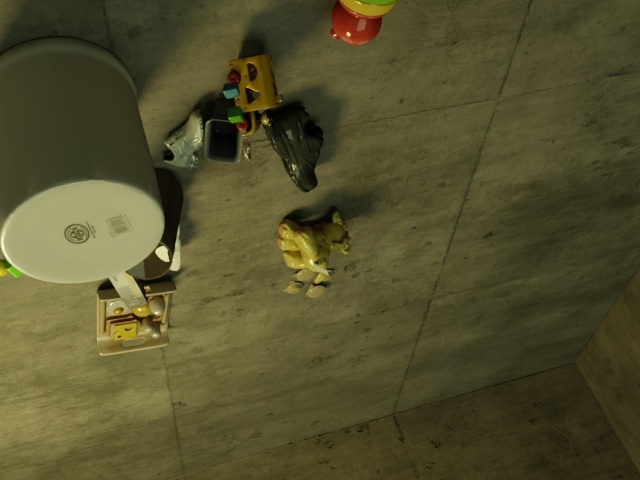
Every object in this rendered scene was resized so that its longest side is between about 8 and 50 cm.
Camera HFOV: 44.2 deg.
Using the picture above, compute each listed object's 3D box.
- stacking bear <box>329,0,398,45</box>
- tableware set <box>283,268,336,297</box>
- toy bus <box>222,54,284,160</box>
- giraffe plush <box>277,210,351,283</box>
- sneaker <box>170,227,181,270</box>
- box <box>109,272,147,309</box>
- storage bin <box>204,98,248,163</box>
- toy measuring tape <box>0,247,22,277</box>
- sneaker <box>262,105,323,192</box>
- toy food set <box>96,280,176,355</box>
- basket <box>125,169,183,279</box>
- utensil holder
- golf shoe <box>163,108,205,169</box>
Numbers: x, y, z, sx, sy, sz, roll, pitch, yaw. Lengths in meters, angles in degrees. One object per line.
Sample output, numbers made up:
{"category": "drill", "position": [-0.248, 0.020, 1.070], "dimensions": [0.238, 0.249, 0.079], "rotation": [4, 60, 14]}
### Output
{"category": "stacking bear", "position": [0.097, -0.528, 1.611], "dimensions": [0.175, 0.164, 0.289], "rotation": [-8, 148, -20]}
{"category": "tableware set", "position": [-0.032, 0.135, 2.559], "dimensions": [0.168, 0.020, 0.141], "rotation": [10, 133, -37]}
{"category": "toy bus", "position": [-0.135, -0.310, 1.723], "dimensions": [0.104, 0.191, 0.202], "rotation": [-8, 146, 8]}
{"category": "giraffe plush", "position": [0.000, 0.000, 2.286], "dimensions": [0.170, 0.210, 0.181], "rotation": [-39, 152, -31]}
{"category": "sneaker", "position": [-0.422, -0.002, 2.112], "dimensions": [0.094, 0.080, 0.212], "rotation": [-6, 135, -11]}
{"category": "box", "position": [-0.514, 0.041, 2.010], "dimensions": [0.056, 0.183, 0.231], "rotation": [-19, 145, -6]}
{"category": "storage bin", "position": [-0.216, -0.260, 1.836], "dimensions": [0.098, 0.091, 0.135], "rotation": [6, 142, -6]}
{"category": "toy measuring tape", "position": [-0.670, -0.036, 1.921], "dimensions": [0.330, 0.121, 0.121], "rotation": [-42, 148, -12]}
{"category": "sneaker", "position": [-0.043, -0.226, 1.989], "dimensions": [0.130, 0.109, 0.286], "rotation": [-29, 148, -1]}
{"category": "toy food set", "position": [-0.548, 0.239, 2.342], "dimensions": [0.219, 0.092, 0.306], "rotation": [-7, 143, -22]}
{"category": "basket", "position": [-0.416, -0.025, 1.899], "dimensions": [0.154, 0.227, 0.204], "rotation": [20, 123, -21]}
{"category": "utensil holder", "position": [-0.500, -0.154, 1.571], "dimensions": [0.327, 0.386, 0.328], "rotation": [-14, 145, -10]}
{"category": "golf shoe", "position": [-0.322, -0.235, 1.849], "dimensions": [0.085, 0.069, 0.176], "rotation": [2, 138, -22]}
